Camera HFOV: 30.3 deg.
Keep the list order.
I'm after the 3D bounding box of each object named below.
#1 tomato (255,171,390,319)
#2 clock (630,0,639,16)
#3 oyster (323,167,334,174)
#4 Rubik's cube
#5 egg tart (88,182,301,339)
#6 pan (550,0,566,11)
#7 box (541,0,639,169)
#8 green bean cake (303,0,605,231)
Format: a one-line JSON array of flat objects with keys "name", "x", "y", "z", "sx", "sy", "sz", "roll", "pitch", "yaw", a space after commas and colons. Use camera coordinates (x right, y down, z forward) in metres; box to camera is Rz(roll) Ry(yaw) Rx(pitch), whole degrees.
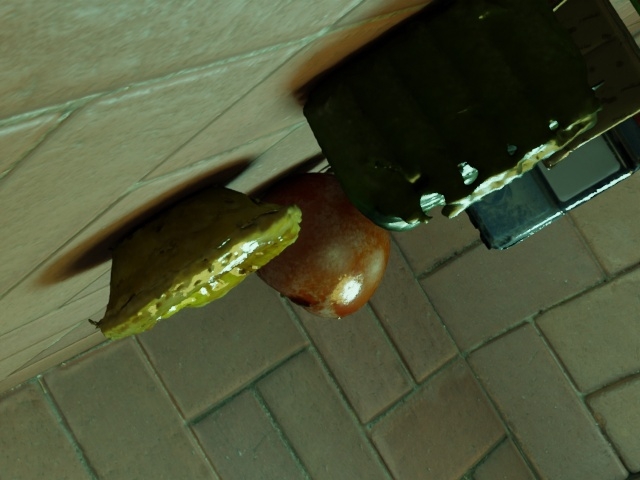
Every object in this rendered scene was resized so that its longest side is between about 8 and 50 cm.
[{"name": "tomato", "x": 0.000, "y": 0.000, "z": 2.095, "sx": 0.265, "sy": 0.265, "sz": 0.265, "roll": -31, "pitch": 178, "yaw": -1}, {"name": "clock", "x": 0.597, "y": -0.396, "z": 1.753, "sx": 0.255, "sy": 0.220, "sz": 0.106, "roll": -31, "pitch": 176, "yaw": -17}, {"name": "oyster", "x": 0.075, "y": -0.163, "z": 2.264, "sx": 0.200, "sy": 0.061, "sz": 0.106, "roll": -30, "pitch": -164, "yaw": 31}, {"name": "Rubik's cube", "x": 0.411, "y": -0.206, "z": 2.192, "sx": 0.318, "sy": 0.316, "sz": 0.313, "roll": -31, "pitch": 178, "yaw": 29}, {"name": "egg tart", "x": -0.184, "y": 0.020, "z": 1.672, "sx": 0.341, "sy": 0.132, "sz": 0.341, "roll": -32, "pitch": 176, "yaw": -2}, {"name": "pan", "x": 0.360, "y": -0.365, "z": 1.490, "sx": 0.202, "sy": 0.048, "sz": 0.128, "roll": -33, "pitch": 176, "yaw": -1}, {"name": "box", "x": 0.378, "y": -0.259, "z": 1.767, "sx": 0.190, "sy": 0.225, "sz": 0.297, "roll": -31, "pitch": 179, "yaw": 18}, {"name": "green bean cake", "x": 0.165, "y": -0.155, "z": 1.440, "sx": 0.335, "sy": 0.218, "sz": 0.319, "roll": -30, "pitch": 178, "yaw": 8}]
